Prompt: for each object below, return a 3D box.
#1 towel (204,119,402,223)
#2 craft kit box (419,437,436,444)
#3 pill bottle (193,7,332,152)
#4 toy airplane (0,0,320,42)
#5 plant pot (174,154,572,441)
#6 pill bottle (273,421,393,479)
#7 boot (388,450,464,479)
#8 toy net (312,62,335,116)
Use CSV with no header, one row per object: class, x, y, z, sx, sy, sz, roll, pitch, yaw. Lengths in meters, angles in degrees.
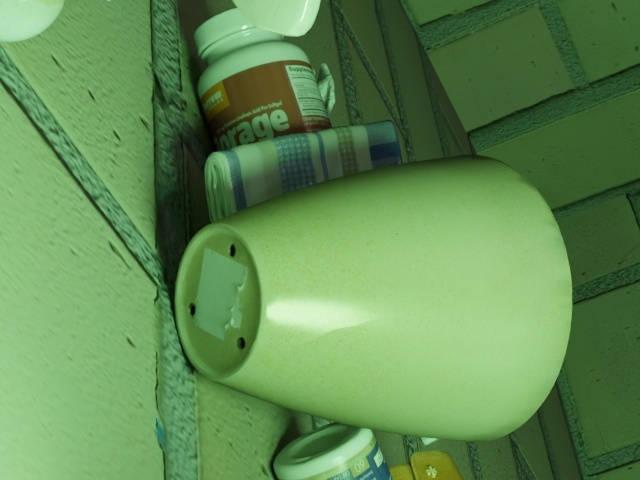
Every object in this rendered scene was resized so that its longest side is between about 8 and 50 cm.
towel,0.000,0.000,1.535,0.285,0.034,0.209,-16,98,-52
craft kit box,0.053,0.068,1.783,0.250,0.061,0.246,63,-6,-23
pill bottle,-0.055,-0.123,1.644,0.121,0.121,0.216,25,45,-73
toy airplane,-0.149,-0.240,1.088,0.386,0.272,0.384,25,19,-23
plant pot,0.024,0.049,1.366,0.274,0.256,0.256,1,63,-37
pill bottle,0.032,0.253,1.444,0.094,0.094,0.169,-64,132,-73
boot,0.164,0.308,1.611,0.295,0.104,0.211,1,58,-31
toy net,-0.031,-0.136,1.785,0.232,0.045,0.122,-167,-96,-77
